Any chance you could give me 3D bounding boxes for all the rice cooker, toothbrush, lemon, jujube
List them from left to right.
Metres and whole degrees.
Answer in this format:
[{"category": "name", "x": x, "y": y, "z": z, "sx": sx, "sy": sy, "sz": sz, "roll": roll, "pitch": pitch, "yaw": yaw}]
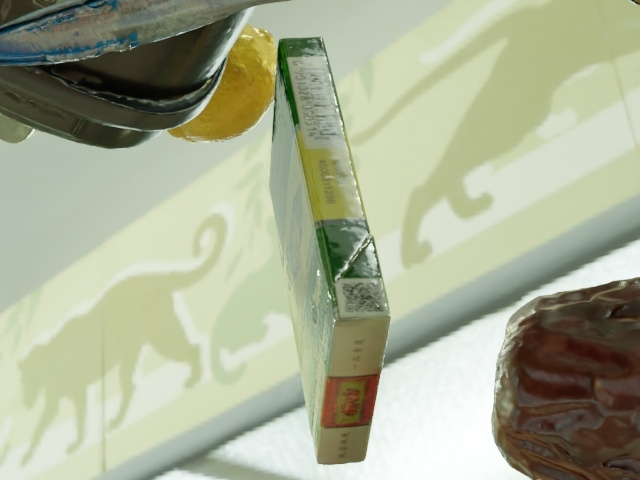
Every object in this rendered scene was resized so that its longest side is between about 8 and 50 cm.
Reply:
[{"category": "rice cooker", "x": -0.157, "y": -0.212, "z": 0.846, "sx": 0.267, "sy": 0.267, "sz": 0.224, "roll": 12, "pitch": -45, "yaw": -29}, {"category": "lemon", "x": -0.106, "y": -0.164, "z": 1.257, "sx": 0.155, "sy": 0.114, "sz": 0.114, "roll": -43, "pitch": -40, "yaw": 12}, {"category": "toothbrush", "x": -0.016, "y": -0.140, "z": 0.621, "sx": 0.413, "sy": 0.042, "sz": 0.035, "roll": -9, "pitch": -58, "yaw": 24}, {"category": "jujube", "x": 0.263, "y": 0.119, "z": 0.807, "sx": 0.290, "sy": 0.197, "sz": 0.197, "roll": 8, "pitch": -27, "yaw": 14}]

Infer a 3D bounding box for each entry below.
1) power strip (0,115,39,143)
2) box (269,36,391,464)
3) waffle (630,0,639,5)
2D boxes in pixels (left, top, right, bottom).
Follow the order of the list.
[{"category": "power strip", "x": -0.244, "y": -0.253, "z": 1.119, "sx": 0.091, "sy": 0.062, "sz": 0.385, "roll": 28, "pitch": -74, "yaw": -6}, {"category": "box", "x": 0.000, "y": 0.000, "z": 0.715, "sx": 0.034, "sy": 0.235, "sz": 0.132, "roll": -3, "pitch": -44, "yaw": -9}, {"category": "waffle", "x": 0.222, "y": -0.301, "z": 1.007, "sx": 0.300, "sy": 0.281, "sz": 0.058, "roll": 40, "pitch": -54, "yaw": 5}]
